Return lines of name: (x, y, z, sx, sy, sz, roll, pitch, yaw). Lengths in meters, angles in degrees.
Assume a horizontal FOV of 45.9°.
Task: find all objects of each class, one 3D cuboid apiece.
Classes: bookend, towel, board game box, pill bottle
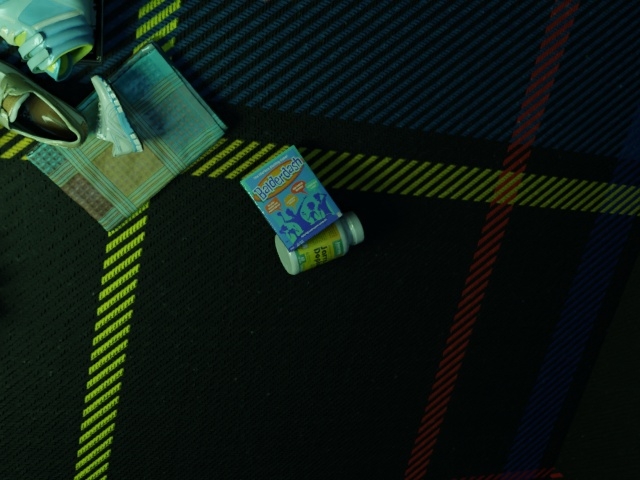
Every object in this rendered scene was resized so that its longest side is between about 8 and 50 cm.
bookend: (-0.514, -0.434, 1.499, 0.156, 0.072, 0.157, -2, 113, -25)
towel: (-0.417, -0.221, 1.669, 0.370, 0.040, 0.271, -42, 123, -2)
board game box: (-0.070, -0.101, 1.829, 0.160, 0.047, 0.210, -36, 91, -6)
pill bottle: (0.000, 0.000, 1.929, 0.209, 0.117, 0.117, -21, 121, -16)

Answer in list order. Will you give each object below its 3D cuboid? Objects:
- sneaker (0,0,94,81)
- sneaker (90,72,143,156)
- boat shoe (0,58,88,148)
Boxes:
sneaker: (-0.571, -0.387, 1.396, 0.319, 0.127, 0.208, -9, 99, 5)
sneaker: (-0.445, -0.255, 1.580, 0.083, 0.071, 0.190, -24, 121, -5)
boat shoe: (-0.603, -0.278, 1.495, 0.302, 0.103, 0.113, 24, 99, -23)
